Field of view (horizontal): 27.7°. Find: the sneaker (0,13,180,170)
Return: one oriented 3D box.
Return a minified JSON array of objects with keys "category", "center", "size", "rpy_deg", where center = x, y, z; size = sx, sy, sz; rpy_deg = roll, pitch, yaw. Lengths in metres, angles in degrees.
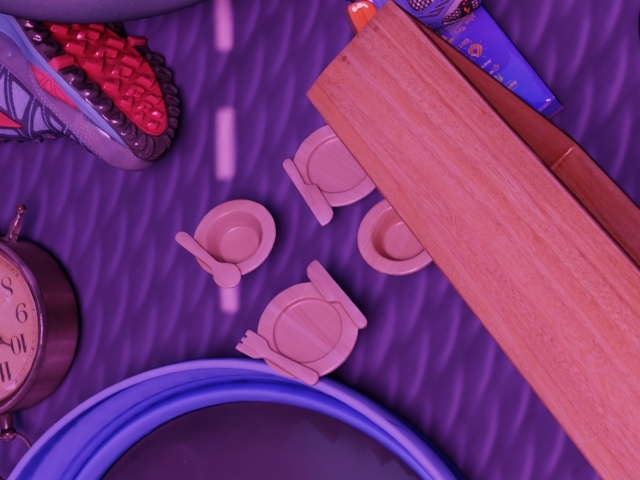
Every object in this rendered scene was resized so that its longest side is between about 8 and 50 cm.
[{"category":"sneaker","center":[-0.206,-0.111,0.911],"size":[0.262,0.104,0.125],"rpy_deg":[38,120,23]}]

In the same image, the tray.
[{"category":"tray","center":[0.164,0.065,0.605],"size":[0.076,0.203,0.411],"rpy_deg":[-46,51,15]}]

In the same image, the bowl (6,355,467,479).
[{"category":"bowl","center":[-0.048,0.270,0.834],"size":[0.391,0.077,0.391],"rpy_deg":[-1,88,22]}]

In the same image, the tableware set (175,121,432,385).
[{"category":"tableware set","center":[0.000,0.000,0.811],"size":[0.168,0.020,0.141],"rpy_deg":[-42,59,-7]}]

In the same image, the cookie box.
[{"category":"cookie box","center":[0.082,-0.097,0.806],"size":[0.092,0.040,0.107],"rpy_deg":[-39,74,16]}]

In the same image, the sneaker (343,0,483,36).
[{"category":"sneaker","center":[0.060,-0.215,0.785],"size":[0.087,0.083,0.221],"rpy_deg":[-5,71,13]}]

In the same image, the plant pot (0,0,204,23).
[{"category":"plant pot","center":[-0.096,-0.257,0.777],"size":[0.196,0.293,0.293],"rpy_deg":[14,95,-5]}]

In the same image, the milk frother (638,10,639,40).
[{"category":"milk frother","center":[0.258,-0.122,0.710],"size":[0.143,0.129,0.135],"rpy_deg":[3,129,-5]}]

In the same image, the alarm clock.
[{"category":"alarm clock","center":[-0.231,0.079,0.920],"size":[0.129,0.064,0.192],"rpy_deg":[-14,82,21]}]
